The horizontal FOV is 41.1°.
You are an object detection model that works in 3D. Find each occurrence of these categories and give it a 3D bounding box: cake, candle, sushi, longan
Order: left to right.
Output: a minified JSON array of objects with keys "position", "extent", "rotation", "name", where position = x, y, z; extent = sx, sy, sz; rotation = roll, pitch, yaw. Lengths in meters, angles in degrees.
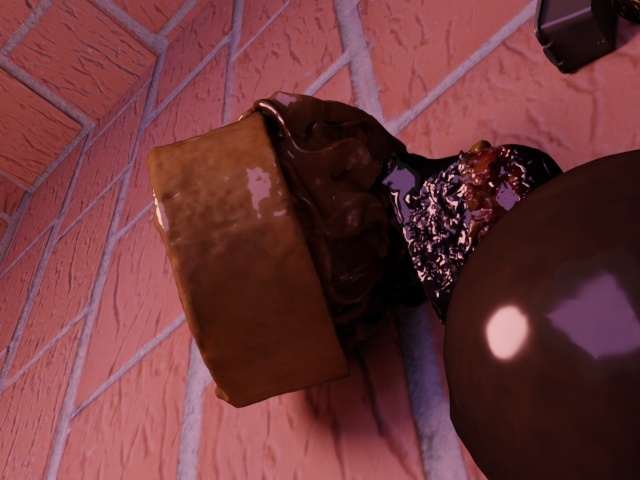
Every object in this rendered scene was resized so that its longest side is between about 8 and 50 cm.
[{"position":[-0.001,-0.003,0.968],"extent":[0.321,0.332,0.332],"rotation":[-19,29,-3],"name":"cake"},{"position":[0.171,-0.016,0.824],"extent":[0.150,0.153,0.172],"rotation":[-32,41,28],"name":"sushi"},{"position":[0.381,-0.308,0.959],"extent":[0.130,0.052,0.052],"rotation":[-56,26,-7],"name":"candle"},{"position":[0.216,0.067,0.540],"extent":[0.300,0.243,0.300],"rotation":[-24,45,26],"name":"longan"}]

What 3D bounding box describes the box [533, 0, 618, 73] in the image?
[{"position":[0.302,-0.265,1.001],"extent":[0.069,0.084,0.122],"rotation":[-16,44,40],"name":"box"}]
